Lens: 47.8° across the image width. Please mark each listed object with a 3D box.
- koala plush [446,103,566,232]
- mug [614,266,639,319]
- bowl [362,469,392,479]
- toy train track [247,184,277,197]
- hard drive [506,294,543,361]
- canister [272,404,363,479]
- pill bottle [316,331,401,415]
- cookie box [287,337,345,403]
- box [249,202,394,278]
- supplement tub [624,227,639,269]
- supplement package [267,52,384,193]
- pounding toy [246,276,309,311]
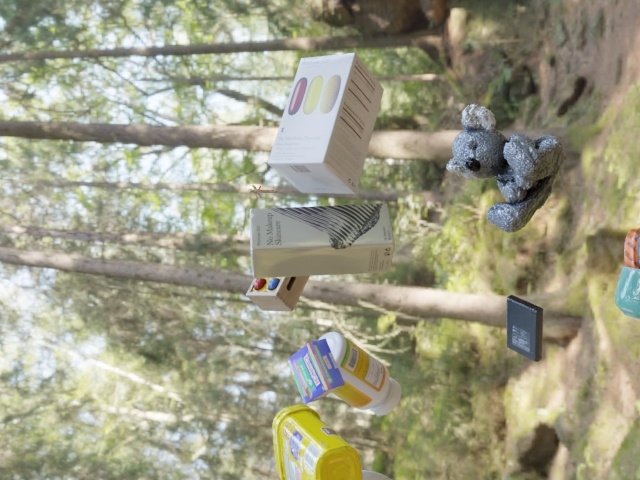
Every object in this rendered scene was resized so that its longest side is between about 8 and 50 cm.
[{"bbox_3d":[0.366,-0.164,1.484,0.203,0.221,0.196,-34,-38,-39],"label":"koala plush"},{"bbox_3d":[0.684,0.120,1.476,0.129,0.157,0.097,15,-88,-40],"label":"mug"},{"bbox_3d":[0.057,0.645,1.546,0.134,0.297,0.298,-113,8,-57],"label":"bowl"},{"bbox_3d":[-0.141,-0.125,1.780,0.083,0.048,0.014,-2,-44,-40],"label":"toy train track"},{"bbox_3d":[0.469,0.202,1.663,0.022,0.094,0.135,-21,-62,-29],"label":"hard drive"},{"bbox_3d":[-0.004,0.318,1.016,0.073,0.170,0.126,-9,-81,-21],"label":"canister"},{"bbox_3d":[0.091,0.352,1.866,0.245,0.136,0.136,38,-125,-26],"label":"pill bottle"},{"bbox_3d":[-0.010,0.239,1.314,0.040,0.107,0.092,-13,-109,-31],"label":"cookie box"},{"bbox_3d":[0.000,0.000,1.413,0.094,0.275,0.113,94,171,-51],"label":"box"},{"bbox_3d":[0.928,0.036,1.733,0.207,0.338,0.207,7,-100,-48],"label":"supplement tub"},{"bbox_3d":[0.014,-0.231,1.442,0.134,0.139,0.244,38,-118,-51],"label":"supplement package"},{"bbox_3d":[-0.114,0.090,1.795,0.100,0.130,0.141,47,-125,-34],"label":"pounding toy"}]
